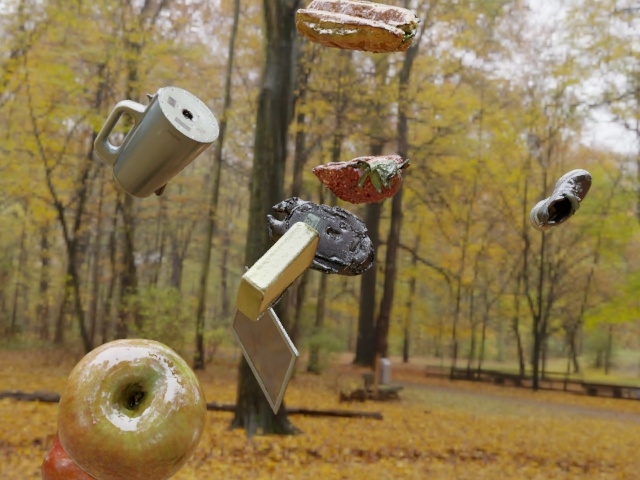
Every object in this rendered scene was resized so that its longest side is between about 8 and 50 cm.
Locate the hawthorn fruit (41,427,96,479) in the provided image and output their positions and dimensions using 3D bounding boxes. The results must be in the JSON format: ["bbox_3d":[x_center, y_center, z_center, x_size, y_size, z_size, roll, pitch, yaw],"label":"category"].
[{"bbox_3d":[-0.517,0.533,2.009,0.284,0.284,0.284,4,-7,0],"label":"hawthorn fruit"}]

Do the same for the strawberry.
[{"bbox_3d":[0.070,-0.106,1.506,0.192,0.085,0.140,-7,9,15],"label":"strawberry"}]

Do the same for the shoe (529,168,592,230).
[{"bbox_3d":[0.533,-0.085,1.838,0.071,0.169,0.099,46,-1,-7],"label":"shoe"}]

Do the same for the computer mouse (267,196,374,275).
[{"bbox_3d":[0.000,0.000,1.754,0.241,0.146,0.077,29,-24,3],"label":"computer mouse"}]

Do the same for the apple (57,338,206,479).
[{"bbox_3d":[-0.331,0.309,1.495,0.264,0.264,0.264,4,-7,0],"label":"apple"}]

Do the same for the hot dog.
[{"bbox_3d":[0.061,-0.388,1.541,0.115,0.072,0.269,-31,39,-32],"label":"hot dog"}]

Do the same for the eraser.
[{"bbox_3d":[-0.077,0.054,1.530,0.058,0.172,0.117,36,-32,12],"label":"eraser"}]

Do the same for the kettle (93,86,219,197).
[{"bbox_3d":[-0.385,-0.226,1.919,0.210,0.160,0.243,39,-59,-19],"label":"kettle"}]

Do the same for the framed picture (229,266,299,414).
[{"bbox_3d":[-0.139,0.243,2.079,0.019,0.296,0.232,-10,-41,-29],"label":"framed picture"}]
